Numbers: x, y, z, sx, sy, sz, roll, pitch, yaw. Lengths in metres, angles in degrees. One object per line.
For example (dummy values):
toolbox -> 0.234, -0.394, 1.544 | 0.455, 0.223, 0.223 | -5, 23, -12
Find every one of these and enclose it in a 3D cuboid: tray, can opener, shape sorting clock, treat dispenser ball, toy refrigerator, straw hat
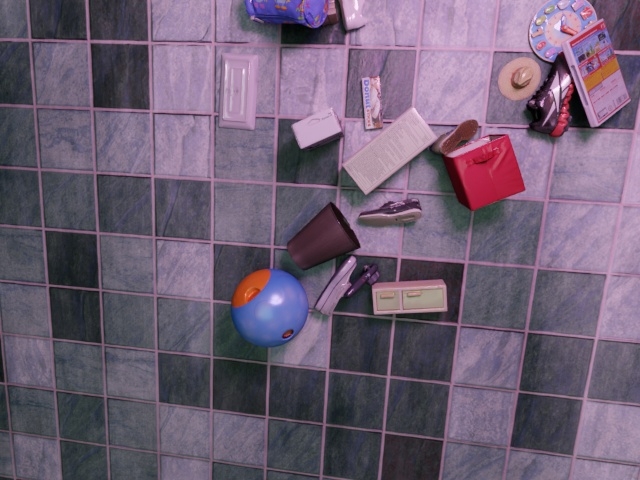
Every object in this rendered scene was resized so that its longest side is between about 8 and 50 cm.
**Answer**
tray -> -0.311, -0.557, 1.507 | 0.145, 0.030, 0.271 | 7, 101, 7
can opener -> 0.155, 0.154, 1.515 | 0.186, 0.059, 0.073 | -37, 79, -30
shape sorting clock -> 0.800, -0.698, 1.334 | 0.206, 0.040, 0.206 | 1, 100, 7
treat dispenser ball -> -0.187, 0.249, 1.501 | 0.288, 0.288, 0.288 | 1, 100, 7
toy refrigerator -> 0.333, 0.214, 1.528 | 0.269, 0.094, 0.102 | -3, 100, 8
straw hat -> 0.682, -0.553, 1.365 | 0.144, 0.061, 0.145 | 1, 100, 6

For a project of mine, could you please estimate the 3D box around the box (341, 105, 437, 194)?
box -> 0.241, -0.313, 1.432 | 0.311, 0.121, 0.148 | -37, 93, 12

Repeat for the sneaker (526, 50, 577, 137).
sneaker -> 0.765, -0.487, 1.342 | 0.135, 0.098, 0.276 | 5, 105, 6

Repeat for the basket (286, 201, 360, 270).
basket -> 0.000, 0.000, 1.508 | 0.226, 0.154, 0.204 | -32, 94, 15

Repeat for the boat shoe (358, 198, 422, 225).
boat shoe -> 0.256, -0.105, 1.502 | 0.233, 0.084, 0.079 | -8, 61, 15

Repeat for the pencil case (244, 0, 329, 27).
pencil case -> -0.122, -0.780, 1.341 | 0.306, 0.119, 0.133 | 24, 88, 30

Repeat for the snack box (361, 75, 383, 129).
snack box -> 0.188, -0.495, 1.458 | 0.064, 0.022, 0.178 | -4, 100, 9

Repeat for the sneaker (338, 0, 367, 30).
sneaker -> 0.111, -0.843, 1.388 | 0.094, 0.080, 0.212 | -13, 105, -2

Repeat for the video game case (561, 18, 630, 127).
video game case -> 0.886, -0.534, 1.293 | 0.204, 0.025, 0.285 | -34, 104, -19

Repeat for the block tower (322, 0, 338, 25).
block tower -> -0.013, -0.924, 1.372 | 0.090, 0.097, 0.336 | -9, 98, 9

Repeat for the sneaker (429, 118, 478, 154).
sneaker -> 0.461, -0.365, 1.422 | 0.192, 0.086, 0.064 | -38, 113, -17

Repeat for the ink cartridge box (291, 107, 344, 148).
ink cartridge box -> -0.003, -0.382, 1.407 | 0.153, 0.208, 0.087 | -21, 97, 11

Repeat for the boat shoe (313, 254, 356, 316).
boat shoe -> 0.075, 0.181, 1.556 | 0.088, 0.096, 0.268 | 32, 103, -3

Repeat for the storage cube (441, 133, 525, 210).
storage cube -> 0.543, -0.233, 1.365 | 0.183, 0.215, 0.193 | -22, 102, 10
